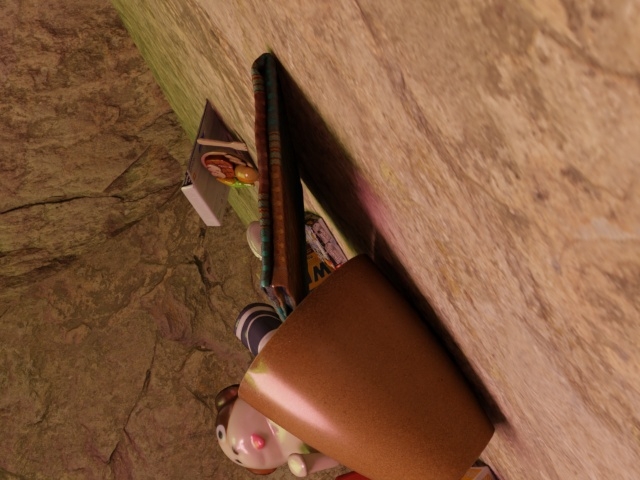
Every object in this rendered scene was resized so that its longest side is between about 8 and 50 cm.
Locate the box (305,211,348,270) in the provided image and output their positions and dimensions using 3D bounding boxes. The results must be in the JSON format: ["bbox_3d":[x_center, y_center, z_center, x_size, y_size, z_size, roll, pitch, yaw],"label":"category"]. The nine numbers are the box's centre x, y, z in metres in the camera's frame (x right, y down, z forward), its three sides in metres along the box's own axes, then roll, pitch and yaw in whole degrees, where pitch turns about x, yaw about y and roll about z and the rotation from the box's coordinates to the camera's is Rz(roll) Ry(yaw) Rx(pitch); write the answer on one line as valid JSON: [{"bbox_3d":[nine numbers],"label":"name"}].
[{"bbox_3d":[0.000,0.000,1.217,0.094,0.027,0.137,57,173,-13],"label":"box"}]

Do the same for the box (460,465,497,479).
[{"bbox_3d":[0.192,0.452,1.097,0.103,0.203,0.114,57,149,-1],"label":"box"}]

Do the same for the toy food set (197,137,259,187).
[{"bbox_3d":[-0.205,-0.159,1.594,0.192,0.133,0.038,71,-151,-65],"label":"toy food set"}]

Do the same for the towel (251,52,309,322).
[{"bbox_3d":[-0.048,-0.025,0.900,0.370,0.040,0.271,79,-174,-73],"label":"towel"}]

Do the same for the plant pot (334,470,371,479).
[{"bbox_3d":[0.132,0.565,1.234,0.267,0.236,0.267,51,132,-4],"label":"plant pot"}]

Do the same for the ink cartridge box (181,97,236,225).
[{"bbox_3d":[-0.271,-0.183,1.696,0.224,0.045,0.223,68,-154,-55],"label":"ink cartridge box"}]

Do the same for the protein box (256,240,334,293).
[{"bbox_3d":[-0.002,0.145,1.440,0.199,0.136,0.201,61,172,-33],"label":"protein box"}]

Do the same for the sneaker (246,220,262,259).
[{"bbox_3d":[-0.101,0.037,1.900,0.262,0.099,0.121,47,164,13],"label":"sneaker"}]

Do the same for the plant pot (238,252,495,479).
[{"bbox_3d":[0.075,0.184,0.863,0.254,0.237,0.237,39,169,13],"label":"plant pot"}]

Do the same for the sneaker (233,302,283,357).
[{"bbox_3d":[-0.081,0.235,1.390,0.153,0.099,0.282,42,158,43],"label":"sneaker"}]

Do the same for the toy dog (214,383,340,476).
[{"bbox_3d":[-0.052,0.382,1.666,0.395,0.408,0.284,-122,7,-73],"label":"toy dog"}]
